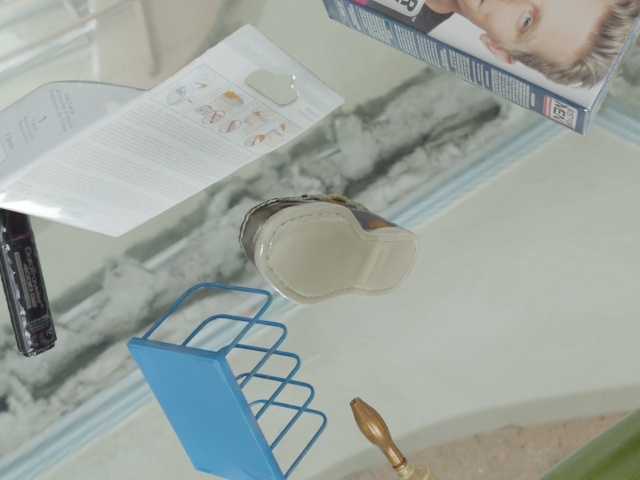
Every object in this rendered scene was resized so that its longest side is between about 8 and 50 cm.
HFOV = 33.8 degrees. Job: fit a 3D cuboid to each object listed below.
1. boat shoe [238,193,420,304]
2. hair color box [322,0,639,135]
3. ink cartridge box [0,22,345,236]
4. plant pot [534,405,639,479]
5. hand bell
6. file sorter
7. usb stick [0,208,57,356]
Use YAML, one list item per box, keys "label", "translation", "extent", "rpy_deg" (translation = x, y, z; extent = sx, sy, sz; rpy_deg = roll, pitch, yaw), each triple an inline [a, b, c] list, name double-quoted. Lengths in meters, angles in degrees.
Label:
- label: "boat shoe"
  translation: [0.000, 0.000, 1.187]
  extent: [0.096, 0.324, 0.117]
  rpy_deg: [32, -77, 29]
- label: "hair color box"
  translation: [0.188, -0.279, 1.215]
  extent: [0.347, 0.105, 0.174]
  rpy_deg: [28, -95, 14]
- label: "ink cartridge box"
  translation: [-0.196, -0.145, 1.288]
  extent: [0.385, 0.308, 0.091]
  rpy_deg: [-30, -108, 15]
- label: "plant pot"
  translation: [0.254, 0.273, 0.718]
  extent: [0.352, 0.367, 0.366]
  rpy_deg: [-15, -148, -20]
- label: "hand bell"
  translation: [0.117, 0.340, 1.633]
  extent: [0.126, 0.242, 0.126]
  rpy_deg: [-33, -164, 11]
- label: "file sorter"
  translation: [-0.081, 0.139, 1.016]
  extent: [0.118, 0.170, 0.104]
  rpy_deg: [5, -141, 39]
- label: "usb stick"
  translation: [-0.497, 0.054, 1.749]
  extent: [0.045, 0.278, 0.077]
  rpy_deg: [0, -165, 38]
